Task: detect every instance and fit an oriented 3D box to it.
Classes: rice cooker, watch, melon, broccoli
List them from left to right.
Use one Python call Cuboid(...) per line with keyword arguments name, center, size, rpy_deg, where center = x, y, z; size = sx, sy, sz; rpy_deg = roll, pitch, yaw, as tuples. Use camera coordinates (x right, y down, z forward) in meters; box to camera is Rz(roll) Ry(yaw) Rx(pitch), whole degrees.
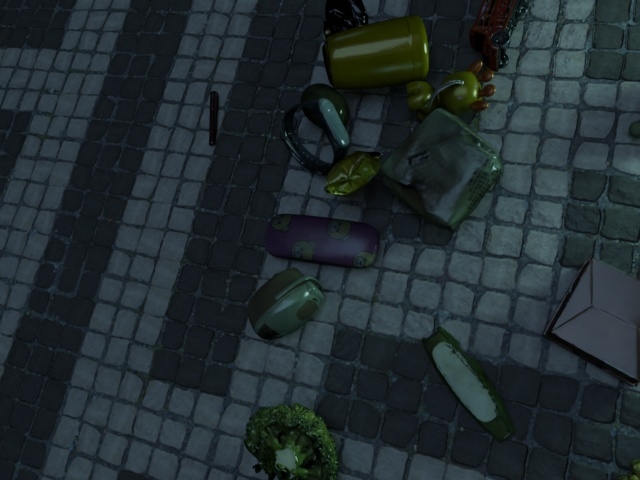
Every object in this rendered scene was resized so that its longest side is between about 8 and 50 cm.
Cuboid(name="rice cooker", center=(-0.092, 0.161, 1.416), size=(0.206, 0.145, 0.127), rpy_deg=(-44, 57, -2))
Cuboid(name="broccoli", center=(-0.061, 0.496, 1.295), size=(0.198, 0.176, 0.226), rpy_deg=(-33, 53, 10))
Cuboid(name="watch", center=(-0.015, -0.278, 1.508), size=(0.193, 0.068, 0.206), rpy_deg=(-26, 95, 48))
Cuboid(name="melon", center=(0.009, -0.376, 1.555), size=(0.167, 0.114, 0.114), rpy_deg=(42, 89, 21))

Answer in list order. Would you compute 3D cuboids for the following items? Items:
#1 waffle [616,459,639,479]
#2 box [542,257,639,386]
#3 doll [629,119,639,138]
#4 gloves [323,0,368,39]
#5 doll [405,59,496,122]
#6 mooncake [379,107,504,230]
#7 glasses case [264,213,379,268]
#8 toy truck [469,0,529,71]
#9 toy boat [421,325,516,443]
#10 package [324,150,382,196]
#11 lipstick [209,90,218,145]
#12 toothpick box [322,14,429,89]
Cuboid(name="waffle", center=(0.731, 0.544, 1.102), size=(0.261, 0.056, 0.250), rpy_deg=(-37, 67, 6))
Cuboid(name="box", center=(0.642, 0.172, 1.218), size=(0.215, 0.086, 0.215), rpy_deg=(31, 85, 21))
Cuboid(name="doll", center=(0.858, -0.328, 1.280), size=(0.275, 0.113, 0.155), rpy_deg=(-41, 64, 3))
Cuboid(name="gloves", center=(0.075, -0.609, 1.604), size=(0.164, 0.124, 0.203), rpy_deg=(3, 101, 46))
Cuboid(name="doll", center=(0.343, -0.387, 1.444), size=(0.220, 0.135, 0.143), rpy_deg=(-8, 70, 27))
Cuboid(name="mooncake", center=(0.311, -0.174, 1.391), size=(0.254, 0.136, 0.250), rpy_deg=(-47, 66, 7))
Cuboid(name="glasses case", center=(0.000, 0.000, 1.468), size=(0.316, 0.076, 0.123), rpy_deg=(8, 78, 19))
Cuboid(name="toy truck", center=(0.474, -0.584, 1.475), size=(0.114, 0.107, 0.253), rpy_deg=(19, 80, 22))
Cuboid(name="toy boat", center=(0.341, 0.329, 1.281), size=(0.093, 0.055, 0.293), rpy_deg=(-38, 67, 6))
Cuboid(name="package", center=(0.085, -0.175, 1.430), size=(0.168, 0.226, 0.090), rpy_deg=(-34, 97, 8))
Cuboid(name="lipstick", center=(-0.331, -0.376, 1.705), size=(0.027, 0.027, 0.177), rpy_deg=(-5, 74, 15))
Cuboid(name="toothpick box", center=(0.144, -0.497, 1.492), size=(0.271, 0.175, 0.175), rpy_deg=(-9, 72, 3))
